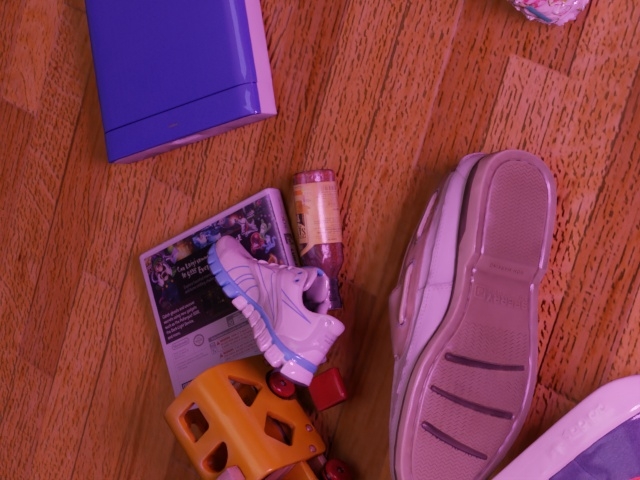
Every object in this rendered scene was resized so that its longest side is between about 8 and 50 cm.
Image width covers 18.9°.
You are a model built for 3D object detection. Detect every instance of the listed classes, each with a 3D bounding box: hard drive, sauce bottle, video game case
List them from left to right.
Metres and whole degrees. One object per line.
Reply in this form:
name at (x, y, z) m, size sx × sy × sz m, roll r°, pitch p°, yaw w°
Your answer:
hard drive at (-0.151, -0.254, 1.881) m, size 0.210 × 0.040 × 0.318 m, roll -15°, pitch 81°, yaw 41°
video game case at (-0.087, 0.063, 1.842) m, size 0.190 × 0.022 × 0.173 m, roll -26°, pitch 74°, yaw 39°
sauce bottle at (0.000, 0.000, 1.751) m, size 0.042 × 0.042 × 0.128 m, roll -9°, pitch 85°, yaw 41°

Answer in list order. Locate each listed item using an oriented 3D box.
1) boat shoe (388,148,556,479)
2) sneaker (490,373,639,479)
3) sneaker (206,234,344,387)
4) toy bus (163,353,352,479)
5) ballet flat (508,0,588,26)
boat shoe at (0.114, 0.074, 1.595) m, size 0.103 × 0.113 × 0.302 m, roll -5°, pitch 65°, yaw 61°
sneaker at (0.184, 0.256, 1.540) m, size 0.350 × 0.131 × 0.148 m, roll -48°, pitch 67°, yaw 35°
sneaker at (-0.034, 0.046, 1.733) m, size 0.083 × 0.071 × 0.190 m, roll -47°, pitch 48°, yaw 9°
toy bus at (-0.057, 0.206, 1.749) m, size 0.202 × 0.104 × 0.191 m, roll 8°, pitch 102°, yaw 41°
ballet flat at (0.170, -0.294, 1.577) m, size 0.091 × 0.077 × 0.241 m, roll -20°, pitch 77°, yaw 40°
